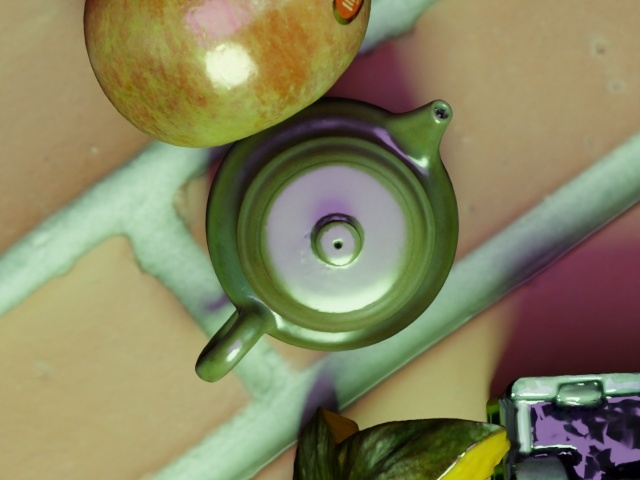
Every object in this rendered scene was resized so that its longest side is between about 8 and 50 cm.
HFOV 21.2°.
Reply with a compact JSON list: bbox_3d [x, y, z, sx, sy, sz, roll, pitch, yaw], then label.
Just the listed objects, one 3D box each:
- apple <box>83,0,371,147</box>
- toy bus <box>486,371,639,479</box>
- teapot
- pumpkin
[{"bbox_3d":[-0.065,-0.167,1.195,0.209,0.209,0.164,-30,116,2],"label":"apple"},{"bbox_3d":[0.234,0.317,1.219,0.209,0.249,0.440,-3,82,-2],"label":"toy bus"},{"bbox_3d":[0.000,0.000,1.236,0.185,0.175,0.267,40,95,-5],"label":"teapot"},{"bbox_3d":[0.029,0.239,1.233,0.095,0.258,0.290,8,96,-18],"label":"pumpkin"}]
